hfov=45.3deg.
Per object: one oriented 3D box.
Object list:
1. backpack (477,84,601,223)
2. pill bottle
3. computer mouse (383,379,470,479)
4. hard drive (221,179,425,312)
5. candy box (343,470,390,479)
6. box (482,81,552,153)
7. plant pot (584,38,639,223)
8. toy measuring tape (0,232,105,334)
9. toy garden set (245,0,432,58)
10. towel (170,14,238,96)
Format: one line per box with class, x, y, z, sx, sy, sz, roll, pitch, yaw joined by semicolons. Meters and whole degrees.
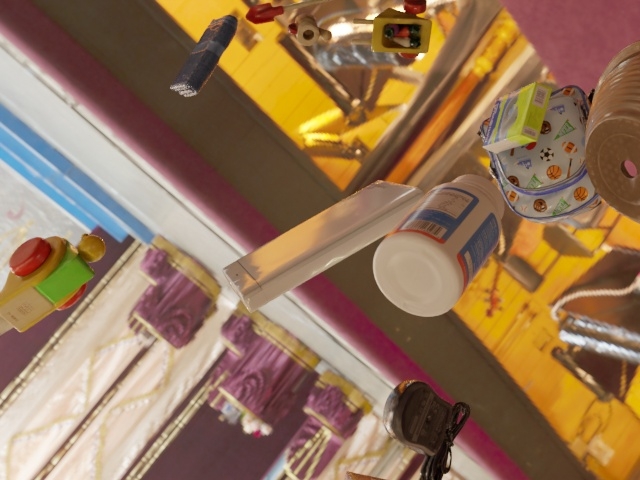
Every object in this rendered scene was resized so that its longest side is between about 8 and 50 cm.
backpack;0.485;-0.171;1.627;0.213;0.277;0.263;-8;-101;-64
pill bottle;0.172;-0.004;1.040;0.124;0.221;0.124;18;126;26
computer mouse;0.185;0.350;1.466;0.072;0.188;0.272;13;157;39
hard drive;0.000;0.000;1.378;0.047;0.353;0.233;63;170;-14
candy box;0.121;0.333;0.915;0.187;0.053;0.109;16;179;-7
box;0.373;-0.233;1.482;0.042;0.109;0.178;19;174;-13
plant pot;0.363;-0.096;0.814;0.237;0.110;0.237;47;151;36
toy measuring tape;-0.472;0.085;1.188;0.121;0.330;0.121;56;-176;-5
toy garden set;0.027;-0.289;0.833;0.049;0.244;0.203;-100;11;-47
towel;-0.153;-0.248;1.032;0.029;0.119;0.067;36;167;-30
